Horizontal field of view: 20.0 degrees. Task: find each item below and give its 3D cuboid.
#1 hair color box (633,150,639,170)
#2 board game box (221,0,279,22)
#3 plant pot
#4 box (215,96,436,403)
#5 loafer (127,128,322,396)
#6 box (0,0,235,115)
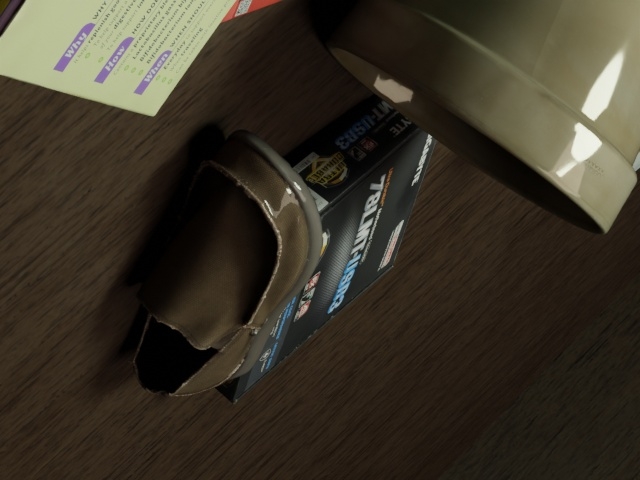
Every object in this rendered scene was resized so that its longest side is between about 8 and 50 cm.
[{"bbox_3d":[0.403,-0.234,2.104,0.374,0.185,0.113,-43,179,31],"label":"hair color box"},{"bbox_3d":[-0.005,-0.308,1.468,0.145,0.027,0.281,-29,153,-48],"label":"board game box"},{"bbox_3d":[0.212,-0.207,1.715,0.280,0.323,0.323,-55,161,1],"label":"plant pot"},{"bbox_3d":[0.000,0.000,1.975,0.293,0.073,0.295,-38,159,-35],"label":"box"},{"bbox_3d":[-0.100,0.046,1.756,0.130,0.134,0.366,-36,157,-35],"label":"loafer"},{"bbox_3d":[-0.143,-0.213,1.202,0.213,0.117,0.243,-53,162,11],"label":"box"}]
